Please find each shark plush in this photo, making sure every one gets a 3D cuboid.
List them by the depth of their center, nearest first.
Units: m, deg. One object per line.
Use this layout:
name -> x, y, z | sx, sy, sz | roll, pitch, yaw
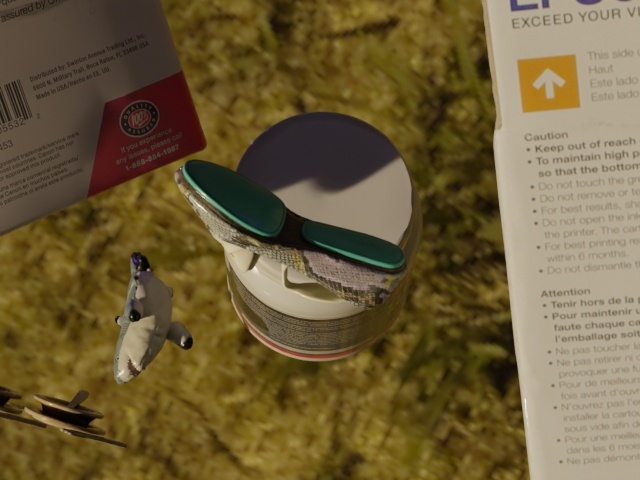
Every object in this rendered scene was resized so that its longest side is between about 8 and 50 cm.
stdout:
shark plush -> -0.183, 0.063, 1.714 | 0.067, 0.073, 0.161 | -45, 44, 25

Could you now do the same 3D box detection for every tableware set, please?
tableware set -> -0.293, 0.158, 1.774 | 0.128, 0.194, 0.039 | 15, 85, 46

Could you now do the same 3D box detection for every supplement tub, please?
supplement tub -> 0.000, 0.000, 1.722 | 0.191, 0.272, 0.191 | 0, 73, -1

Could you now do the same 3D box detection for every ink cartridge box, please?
ink cartridge box -> 0.241, 0.014, 0.722 | 0.324, 0.330, 0.071 | -4, 23, 10
ink cartridge box -> -0.196, -0.139, 1.095 | 0.172, 0.237, 0.100 | -25, 18, -24

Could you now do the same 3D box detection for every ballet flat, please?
ballet flat -> -0.018, 0.003, 0.808 | 0.114, 0.041, 0.041 | 24, 82, -1
